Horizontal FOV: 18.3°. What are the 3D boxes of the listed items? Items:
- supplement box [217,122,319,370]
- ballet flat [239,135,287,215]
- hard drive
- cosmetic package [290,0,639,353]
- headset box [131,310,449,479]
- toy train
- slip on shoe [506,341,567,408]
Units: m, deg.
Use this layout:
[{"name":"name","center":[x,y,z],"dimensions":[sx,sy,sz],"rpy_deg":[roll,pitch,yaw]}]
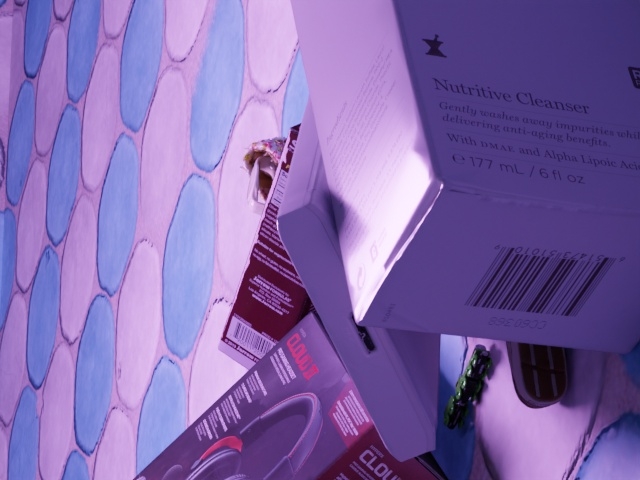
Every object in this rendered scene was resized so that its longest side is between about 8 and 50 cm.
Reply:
[{"name":"supplement box","center":[0.000,0.000,1.772],"dimensions":[0.073,0.130,0.239],"rpy_deg":[32,122,21]},{"name":"ballet flat","center":[-0.031,-0.019,1.956],"dimensions":[0.241,0.077,0.091],"rpy_deg":[-111,34,-52]},{"name":"hard drive","center":[0.036,0.012,1.511],"dimensions":[0.307,0.040,0.203],"rpy_deg":[-78,-37,-69]},{"name":"cosmetic package","center":[0.114,-0.121,1.393],"dimensions":[0.156,0.217,0.385],"rpy_deg":[119,149,-45]},{"name":"headset box","center":[-0.030,0.210,1.669],"dimensions":[0.293,0.110,0.218],"rpy_deg":[-43,27,6]},{"name":"toy train","center":[0.117,0.116,1.589],"dimensions":[0.023,0.017,0.083],"rpy_deg":[-92,19,-54]},{"name":"slip on shoe","center":[0.158,0.056,1.458],"dimensions":[0.041,0.051,0.135],"rpy_deg":[125,142,-74]}]
